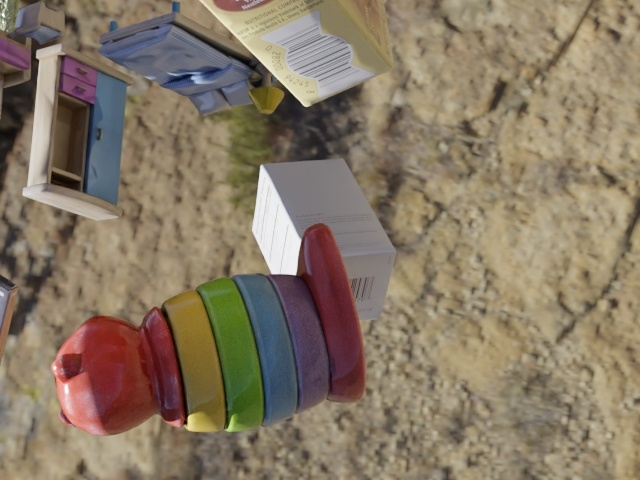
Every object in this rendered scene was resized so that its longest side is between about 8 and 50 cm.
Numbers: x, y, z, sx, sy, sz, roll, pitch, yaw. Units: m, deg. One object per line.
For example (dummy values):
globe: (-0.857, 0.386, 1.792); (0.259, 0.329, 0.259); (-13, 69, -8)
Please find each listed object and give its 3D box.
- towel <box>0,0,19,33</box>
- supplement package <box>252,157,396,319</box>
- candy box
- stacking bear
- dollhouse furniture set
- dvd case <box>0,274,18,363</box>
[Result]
towel: (-0.459, -0.311, 1.751); (0.110, 0.027, 0.148); (5, 97, 17)
supplement package: (0.000, 0.000, 1.473); (0.179, 0.105, 0.105); (-116, 28, -45)
candy box: (-0.063, -0.258, 0.930); (0.087, 0.316, 0.183); (-22, 54, 21)
stacking bear: (-0.115, 0.112, 1.255); (0.175, 0.289, 0.164); (97, 157, -54)
dollhouse furniture set: (-0.237, -0.165, 1.578); (0.303, 0.286, 0.198); (-9, 72, 34)
dvd case: (-0.389, 0.092, 1.293); (0.164, 0.018, 0.221); (31, 124, 14)
